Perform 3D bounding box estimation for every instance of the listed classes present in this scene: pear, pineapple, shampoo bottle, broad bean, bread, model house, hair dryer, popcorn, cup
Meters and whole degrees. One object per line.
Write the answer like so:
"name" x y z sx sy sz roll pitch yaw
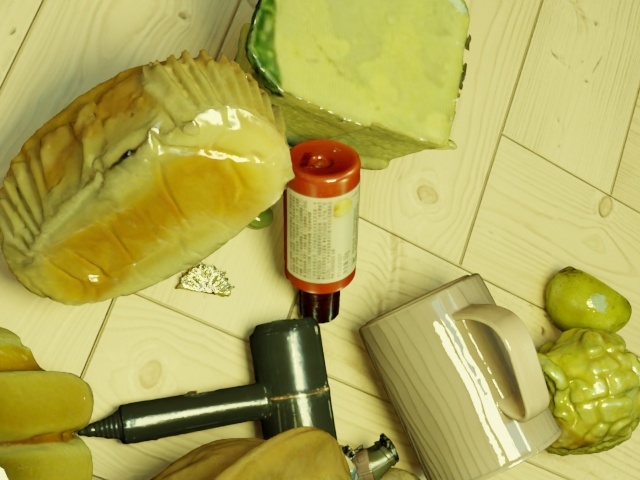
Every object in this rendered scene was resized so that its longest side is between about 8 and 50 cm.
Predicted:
"pear" 0.435 0.113 1.601 0.141 0.141 0.104 37 91 -16
"pineapple" -0.163 0.055 1.382 0.083 0.019 0.045 13 80 -20
"shampoo bottle" 0.000 0.000 1.354 0.104 0.104 0.278 -22 134 -26
"broad bean" -0.104 -0.052 1.413 0.063 0.045 0.083 -31 88 -27
"bread" -0.410 0.266 1.133 0.301 0.210 0.341 12 77 -26
"model house" 0.018 -0.253 1.374 0.321 0.266 0.261 17 74 -22
"hair dryer" -0.155 0.213 1.326 0.352 0.107 0.189 -5 82 -20
"popcorn" 0.393 0.240 1.513 0.217 0.235 0.181 1 54 -29
"bread" -0.225 -0.080 1.205 0.389 0.183 0.236 -27 127 8
"cup" 0.199 0.204 1.380 0.208 0.288 0.273 -25 85 1

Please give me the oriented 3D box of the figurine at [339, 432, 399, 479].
"figurine" 0.014 0.329 1.355 0.196 0.114 0.108 -29 100 -7

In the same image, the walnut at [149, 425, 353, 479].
"walnut" -0.091 0.417 1.131 0.384 0.383 0.383 4 81 -25

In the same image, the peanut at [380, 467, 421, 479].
"peanut" 0.136 0.407 1.436 0.228 0.086 0.104 39 77 -14
